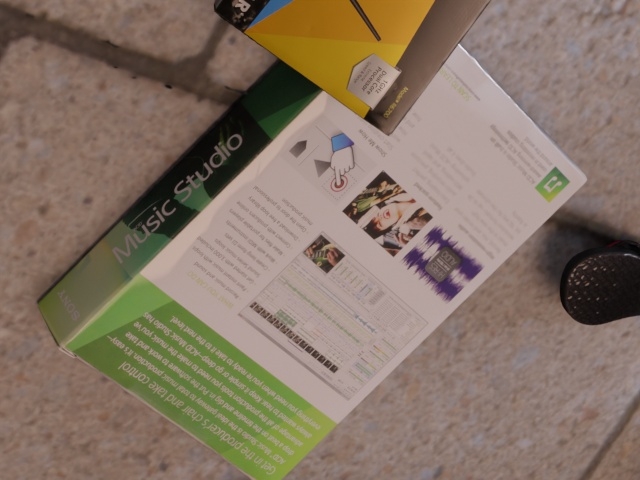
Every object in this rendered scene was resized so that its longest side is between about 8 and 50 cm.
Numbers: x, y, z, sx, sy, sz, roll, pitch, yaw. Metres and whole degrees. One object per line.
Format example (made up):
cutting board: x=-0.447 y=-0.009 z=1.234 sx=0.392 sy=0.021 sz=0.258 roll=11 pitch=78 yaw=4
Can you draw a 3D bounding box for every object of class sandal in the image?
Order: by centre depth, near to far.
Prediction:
sandal: x=0.232 y=0.028 z=1.488 sx=0.179 sy=0.040 sz=0.067 roll=4 pitch=126 yaw=-48

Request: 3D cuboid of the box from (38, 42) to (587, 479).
box: x=0.000 y=0.000 z=1.319 sx=0.322 sy=0.058 sz=0.232 roll=-45 pitch=132 yaw=4

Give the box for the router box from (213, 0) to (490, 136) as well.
router box: x=0.040 y=-0.174 z=1.178 sx=0.133 sy=0.046 sz=0.179 roll=35 pitch=99 yaw=-11
